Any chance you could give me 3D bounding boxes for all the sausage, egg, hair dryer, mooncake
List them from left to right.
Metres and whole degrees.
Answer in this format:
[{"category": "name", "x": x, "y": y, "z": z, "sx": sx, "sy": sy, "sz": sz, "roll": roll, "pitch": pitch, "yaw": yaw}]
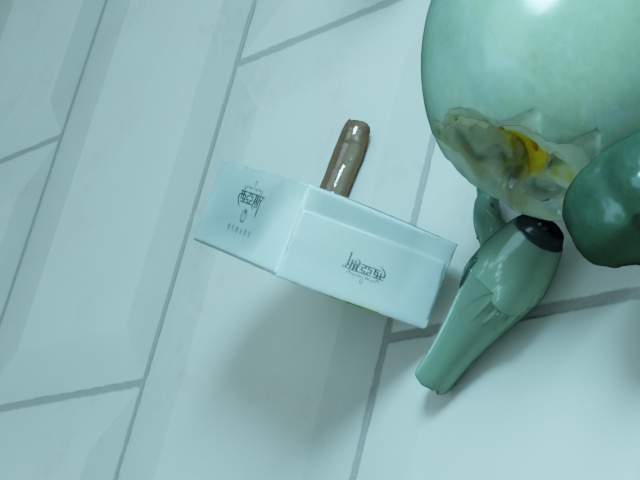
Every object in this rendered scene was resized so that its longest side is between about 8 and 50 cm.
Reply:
[{"category": "sausage", "x": 0.017, "y": -0.062, "z": 2.117, "sx": 0.043, "sy": 0.043, "sz": 0.186, "roll": 2, "pitch": 66, "yaw": 55}, {"category": "hair dryer", "x": 0.158, "y": 0.053, "z": 1.810, "sx": 0.219, "sy": 0.088, "sz": 0.225, "roll": -62, "pitch": 18, "yaw": 6}, {"category": "egg", "x": 0.242, "y": -0.201, "z": 1.680, "sx": 0.278, "sy": 0.278, "sz": 0.336, "roll": -12, "pitch": 51, "yaw": 51}, {"category": "mooncake", "x": 0.307, "y": -0.018, "z": 1.546, "sx": 0.168, "sy": 0.175, "sz": 0.104, "roll": 96, "pitch": 166, "yaw": -50}]

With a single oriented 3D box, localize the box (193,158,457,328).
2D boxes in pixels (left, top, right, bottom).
[{"category": "box", "x": 0.000, "y": 0.000, "z": 1.917, "sx": 0.260, "sy": 0.194, "sz": 0.111, "roll": 25, "pitch": 94, "yaw": 65}]
